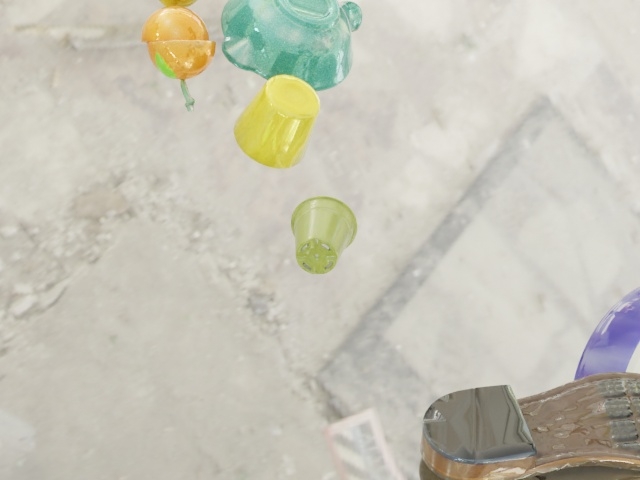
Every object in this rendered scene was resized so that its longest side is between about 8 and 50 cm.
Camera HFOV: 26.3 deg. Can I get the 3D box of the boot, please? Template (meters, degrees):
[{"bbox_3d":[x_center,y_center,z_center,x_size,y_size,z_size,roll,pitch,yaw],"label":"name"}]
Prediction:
[{"bbox_3d":[0.166,0.146,0.859,0.219,0.106,0.082,1,40,-5],"label":"boot"}]

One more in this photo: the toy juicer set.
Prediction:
[{"bbox_3d":[-0.059,-0.217,1.298,0.209,0.089,0.329,29,46,-3],"label":"toy juicer set"}]

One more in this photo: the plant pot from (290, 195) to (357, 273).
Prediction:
[{"bbox_3d":[0.000,0.000,1.666,0.083,0.083,0.079,42,26,-16],"label":"plant pot"}]

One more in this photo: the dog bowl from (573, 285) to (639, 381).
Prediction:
[{"bbox_3d":[0.383,0.168,1.371,0.265,0.104,0.265,-4,97,-28],"label":"dog bowl"}]
